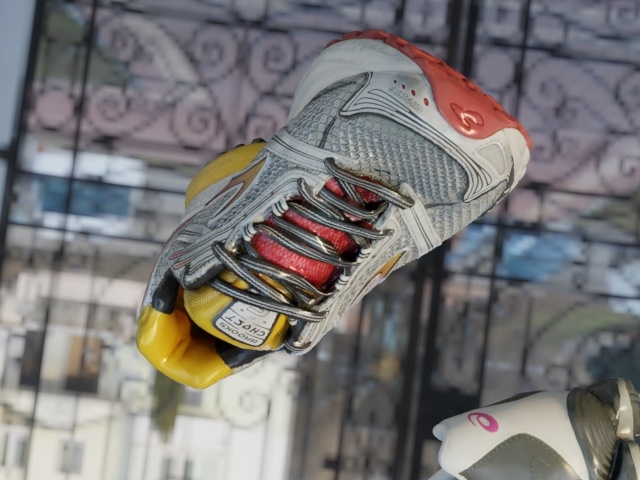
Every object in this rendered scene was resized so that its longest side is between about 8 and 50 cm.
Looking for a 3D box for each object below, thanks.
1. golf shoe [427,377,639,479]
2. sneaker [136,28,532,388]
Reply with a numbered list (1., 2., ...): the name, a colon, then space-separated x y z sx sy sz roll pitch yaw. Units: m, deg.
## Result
1. golf shoe: 0.095 0.175 1.031 0.120 0.105 0.273 1 132 -13
2. sneaker: 0.000 0.000 0.705 0.088 0.093 0.225 35 147 -10
